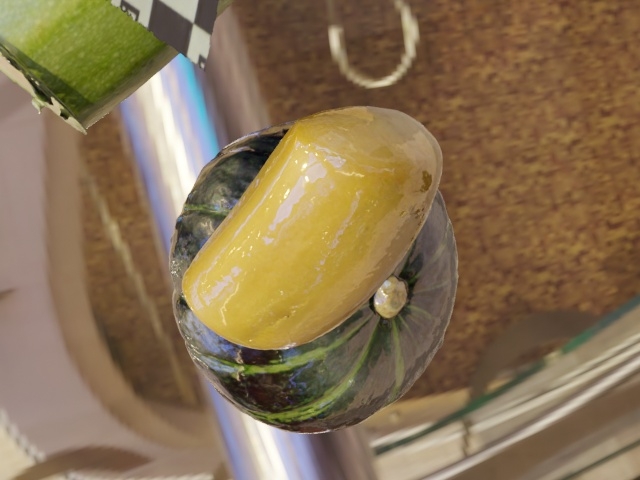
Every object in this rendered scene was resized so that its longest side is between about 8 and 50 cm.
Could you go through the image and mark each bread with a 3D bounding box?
[{"bbox_3d":[0.000,0.000,1.324,0.217,0.147,0.098,-56,51,36],"label":"bread"}]

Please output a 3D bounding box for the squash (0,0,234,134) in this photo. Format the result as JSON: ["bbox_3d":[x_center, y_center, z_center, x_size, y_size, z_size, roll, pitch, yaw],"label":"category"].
[{"bbox_3d":[-0.201,-0.312,1.867,0.384,0.263,0.263,-45,66,-5],"label":"squash"}]

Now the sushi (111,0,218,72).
[{"bbox_3d":[-0.148,-0.333,1.237,0.359,0.064,0.343,38,121,51],"label":"sushi"}]

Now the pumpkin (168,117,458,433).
[{"bbox_3d":[-0.005,0.033,1.866,0.241,0.323,0.323,17,110,37],"label":"pumpkin"}]
